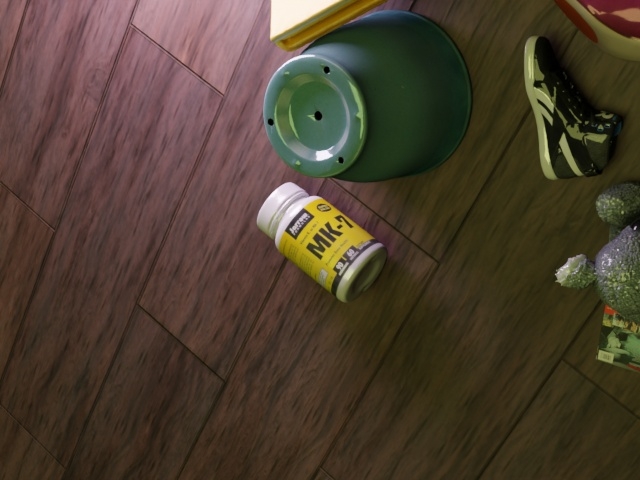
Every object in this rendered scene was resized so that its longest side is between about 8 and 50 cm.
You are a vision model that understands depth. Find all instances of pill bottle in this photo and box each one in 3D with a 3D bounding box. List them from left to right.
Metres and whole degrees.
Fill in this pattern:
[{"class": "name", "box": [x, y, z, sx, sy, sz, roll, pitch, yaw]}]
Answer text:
[{"class": "pill bottle", "box": [0.000, 0.000, 1.928, 0.208, 0.119, 0.119, 38, 121, 20]}]

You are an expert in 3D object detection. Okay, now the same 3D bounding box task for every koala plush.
[{"class": "koala plush", "box": [0.443, 0.043, 1.565, 0.196, 0.221, 0.203, 16, 108, 30]}]

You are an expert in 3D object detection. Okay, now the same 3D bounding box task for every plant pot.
[{"class": "plant pot", "box": [0.054, -0.206, 1.746, 0.272, 0.255, 0.271, 11, 110, 32]}]

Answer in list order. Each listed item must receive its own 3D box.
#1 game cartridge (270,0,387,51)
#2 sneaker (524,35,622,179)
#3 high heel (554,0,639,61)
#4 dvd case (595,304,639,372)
[{"class": "game cartridge", "box": [0.045, -0.472, 1.699, 0.285, 0.053, 0.323, -21, 55, 37]}, {"class": "sneaker", "box": [0.372, -0.197, 1.647, 0.121, 0.079, 0.217, -3, 110, 32]}, {"class": "high heel", "box": [0.470, -0.318, 1.548, 0.181, 0.127, 0.377, -47, 70, 5]}, {"class": "dvd case", "box": [0.466, 0.137, 1.715, 0.087, 0.013, 0.119, 16, 111, 30]}]
